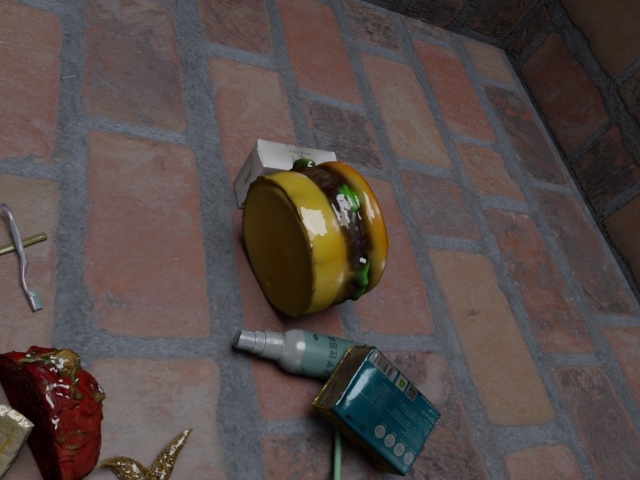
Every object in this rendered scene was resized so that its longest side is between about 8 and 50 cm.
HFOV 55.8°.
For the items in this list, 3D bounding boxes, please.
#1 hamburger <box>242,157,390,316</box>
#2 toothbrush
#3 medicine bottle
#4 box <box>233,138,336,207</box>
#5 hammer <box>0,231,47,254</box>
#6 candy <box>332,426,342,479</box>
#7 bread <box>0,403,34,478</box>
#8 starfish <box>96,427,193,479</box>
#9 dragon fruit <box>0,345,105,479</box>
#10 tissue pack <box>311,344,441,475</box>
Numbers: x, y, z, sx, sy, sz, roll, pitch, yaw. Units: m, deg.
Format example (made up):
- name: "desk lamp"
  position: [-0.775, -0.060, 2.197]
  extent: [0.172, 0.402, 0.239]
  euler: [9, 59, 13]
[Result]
- name: "hamburger"
  position: [0.000, 0.000, 1.566]
  extent: [0.277, 0.396, 0.396]
  euler: [-17, 66, -30]
- name: "toothbrush"
  position: [-0.667, 0.034, 1.344]
  extent: [0.027, 0.021, 0.269]
  euler: [-4, 65, -52]
- name: "medicine bottle"
  position: [-0.043, 0.278, 1.508]
  extent: [0.351, 0.110, 0.110]
  euler: [17, 49, -22]
- name: "box"
  position: [-0.097, -0.179, 1.772]
  extent: [0.260, 0.194, 0.111]
  euler: [2, 55, -31]
- name: "hammer"
  position: [-0.710, 0.018, 1.350]
  extent: [0.199, 0.013, 0.062]
  euler: [-28, 75, -43]
- name: "candy"
  position: [0.035, 0.567, 1.355]
  extent: [0.119, 0.119, 0.440]
  euler: [22, 41, -17]
- name: "bread"
  position: [-0.578, 0.372, 1.065]
  extent: [0.077, 0.152, 0.105]
  euler: [33, 40, -6]
- name: "starfish"
  position: [-0.328, 0.497, 1.189]
  extent: [0.235, 0.062, 0.277]
  euler: [43, 41, 3]
- name: "dragon fruit"
  position: [-0.476, 0.301, 1.144]
  extent: [0.152, 0.205, 0.317]
  euler: [-18, 68, -41]
- name: "tissue pack"
  position: [0.133, 0.404, 1.446]
  extent: [0.271, 0.134, 0.192]
  euler: [47, 65, -16]
